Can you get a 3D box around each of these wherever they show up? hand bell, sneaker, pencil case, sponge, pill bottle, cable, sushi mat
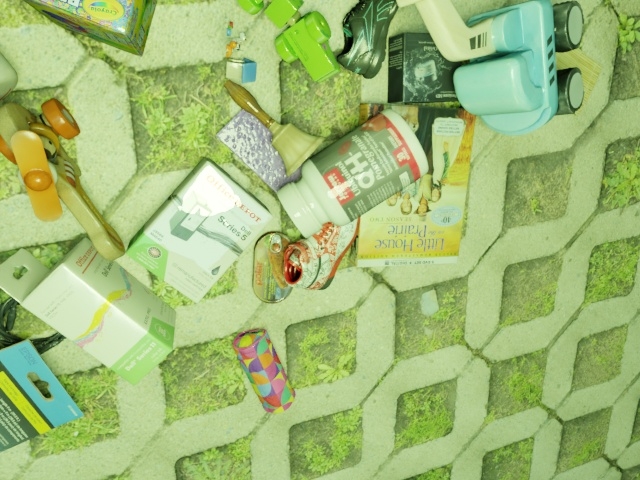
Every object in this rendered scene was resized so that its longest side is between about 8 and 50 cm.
[{"bbox_3d":[-0.118,-0.270,1.028,0.242,0.126,0.126,43,90,-9],"label":"hand bell"},{"bbox_3d":[0.114,-0.517,1.049,0.106,0.101,0.267,11,101,-16],"label":"sneaker"},{"bbox_3d":[-0.146,0.345,1.211,0.105,0.104,0.236,-24,112,-9],"label":"pencil case"},{"bbox_3d":[-0.132,-0.217,1.095,0.117,0.031,0.210,-47,111,-1],"label":"sponge"},{"bbox_3d":[0.001,0.001,1.134,0.145,0.090,0.269,9,108,-51],"label":"sneaker"},{"bbox_3d":[0.067,-0.143,1.043,0.319,0.176,0.176,-33,111,3],"label":"pill bottle"},{"bbox_3d":[-0.648,0.181,1.050,0.185,0.047,0.150,-31,106,-2],"label":"cable"},{"bbox_3d":[0.634,-0.479,1.253,0.317,0.019,0.151,22,97,-21],"label":"sushi mat"}]

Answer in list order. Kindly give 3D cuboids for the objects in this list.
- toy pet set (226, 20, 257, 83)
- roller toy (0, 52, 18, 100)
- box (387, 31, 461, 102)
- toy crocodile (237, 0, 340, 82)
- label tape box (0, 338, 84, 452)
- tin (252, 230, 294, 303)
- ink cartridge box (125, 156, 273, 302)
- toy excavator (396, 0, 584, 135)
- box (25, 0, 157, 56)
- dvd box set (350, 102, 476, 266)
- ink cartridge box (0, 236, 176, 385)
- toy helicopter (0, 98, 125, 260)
[{"bbox_3d":[-0.169,-0.403,0.990,0.065,0.122,0.114,4,123,-10],"label":"toy pet set"},{"bbox_3d":[-0.669,-0.298,0.829,0.210,0.191,0.146,-33,112,6],"label":"roller toy"},{"bbox_3d":[0.254,-0.419,1.120,0.156,0.093,0.158,-6,107,-15],"label":"box"},{"bbox_3d":[-0.073,-0.503,1.002,0.115,0.105,0.340,-24,118,36],"label":"toy crocodile"},{"bbox_3d":[-0.741,0.350,1.020,0.334,0.106,0.240,-22,116,-9],"label":"label tape box"},{"bbox_3d":[-0.122,0.069,1.174,0.106,0.040,0.189,0,105,-20],"label":"tin"},{"bbox_3d":[-0.275,-0.027,1.059,0.198,0.115,0.272,41,91,-22],"label":"ink cartridge box"},{"bbox_3d":[0.365,-0.410,0.982,0.445,0.223,0.432,-33,118,-34],"label":"toy excavator"},{"bbox_3d":[-0.377,-0.508,0.805,0.177,0.290,0.278,16,99,-20],"label":"box"},{"bbox_3d":[0.240,-0.139,1.208,0.308,0.062,0.419,-1,105,-15],"label":"dvd box set"},{"bbox_3d":[-0.486,0.124,0.989,0.119,0.207,0.353,-43,112,0],"label":"ink cartridge box"},{"bbox_3d":[-0.505,-0.106,0.906,0.140,0.235,0.354,-31,111,-7],"label":"toy helicopter"}]
